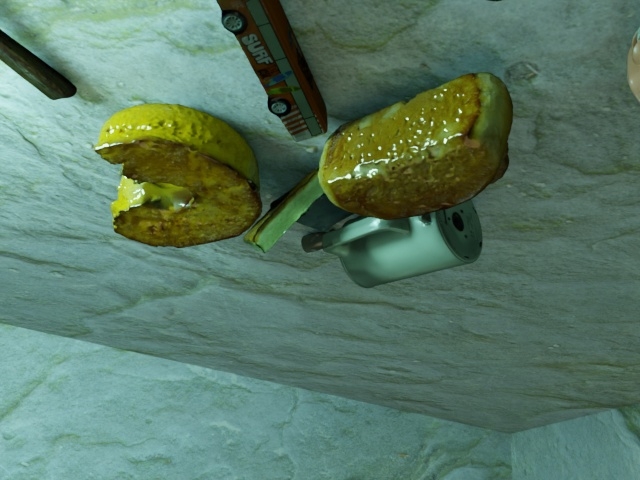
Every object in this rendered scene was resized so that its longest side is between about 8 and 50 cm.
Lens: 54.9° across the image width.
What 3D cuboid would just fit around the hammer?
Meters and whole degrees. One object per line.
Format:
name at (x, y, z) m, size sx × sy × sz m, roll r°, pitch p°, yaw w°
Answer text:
hammer at (-0.638, -0.398, 1.156) m, size 0.242 × 0.095 × 0.409 m, roll -10°, pitch 152°, yaw 26°

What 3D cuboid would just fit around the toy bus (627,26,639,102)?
toy bus at (0.629, -0.305, 0.971) m, size 0.232 × 0.194 × 0.288 m, roll 29°, pitch 146°, yaw -13°

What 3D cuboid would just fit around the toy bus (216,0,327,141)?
toy bus at (-0.087, -0.339, 1.127) m, size 0.092 × 0.093 × 0.409 m, roll -11°, pitch 148°, yaw 14°

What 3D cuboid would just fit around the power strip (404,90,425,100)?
power strip at (0.255, -0.261, 1.259) m, size 0.191 × 0.030 × 0.047 m, roll 15°, pitch 149°, yaw -17°

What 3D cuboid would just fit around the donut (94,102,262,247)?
donut at (-0.321, -0.145, 1.453) m, size 0.378 × 0.163 × 0.435 m, roll 12°, pitch 148°, yaw -13°

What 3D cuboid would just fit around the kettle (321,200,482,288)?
kettle at (0.202, 0.002, 1.528) m, size 0.318 × 0.265 × 0.205 m, roll -18°, pitch 100°, yaw 41°

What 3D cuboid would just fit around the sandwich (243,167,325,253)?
sandwich at (-0.084, -0.076, 1.488) m, size 0.063 × 0.245 × 0.212 m, roll 47°, pitch 171°, yaw -10°

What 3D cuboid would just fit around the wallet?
wallet at (0.051, -0.126, 1.525) m, size 0.191 × 0.046 × 0.379 m, roll 25°, pitch 145°, yaw -31°

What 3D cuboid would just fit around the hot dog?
hot dog at (0.204, -0.161, 1.227) m, size 0.405 × 0.185 × 0.223 m, roll -15°, pitch 144°, yaw 35°

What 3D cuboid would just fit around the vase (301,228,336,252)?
vase at (0.000, 0.000, 1.752) m, size 0.101 × 0.053 × 0.053 m, roll -15°, pitch 145°, yaw 26°
